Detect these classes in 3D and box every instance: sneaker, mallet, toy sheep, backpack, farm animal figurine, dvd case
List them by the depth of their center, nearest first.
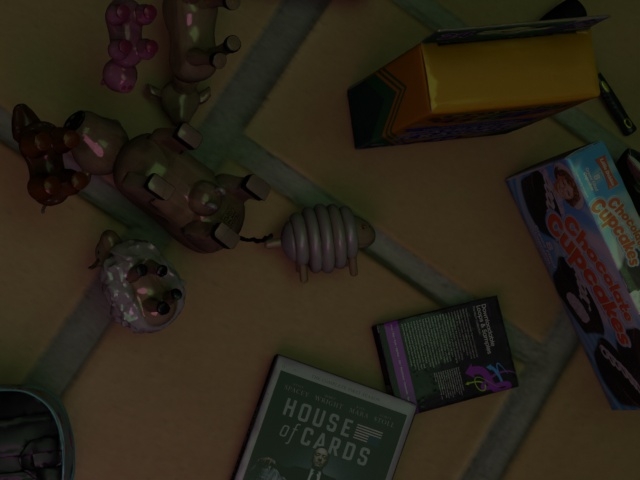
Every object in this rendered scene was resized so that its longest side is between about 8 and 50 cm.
[{"bbox_3d":[-0.354,0.231,1.638,0.188,0.144,0.166,-6,84,7],"label":"backpack"},{"bbox_3d":[-0.189,-0.109,1.727,0.330,0.172,0.327,-43,109,-23],"label":"farm animal figurine"},{"bbox_3d":[-0.008,0.273,1.784,0.179,0.029,0.239,20,84,-9],"label":"dvd case"},{"bbox_3d":[0.000,0.000,1.802,0.132,0.091,0.091,-9,87,-11],"label":"toy sheep"},{"bbox_3d":[0.337,-0.211,1.946,0.062,0.039,0.190,-29,96,-18],"label":"mallet"},{"bbox_3d":[0.444,-0.057,1.949,0.178,0.072,0.077,45,63,-15],"label":"sneaker"}]

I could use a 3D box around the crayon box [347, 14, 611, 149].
[{"bbox_3d":[0.174,-0.173,1.743,0.203,0.323,0.083,-7,86,-16],"label":"crayon box"}]

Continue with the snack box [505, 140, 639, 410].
[{"bbox_3d":[0.343,0.048,1.838,0.060,0.187,0.322,-26,91,-17],"label":"snack box"}]

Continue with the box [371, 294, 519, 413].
[{"bbox_3d":[0.151,0.140,1.857,0.162,0.029,0.116,-12,89,-15],"label":"box"}]
